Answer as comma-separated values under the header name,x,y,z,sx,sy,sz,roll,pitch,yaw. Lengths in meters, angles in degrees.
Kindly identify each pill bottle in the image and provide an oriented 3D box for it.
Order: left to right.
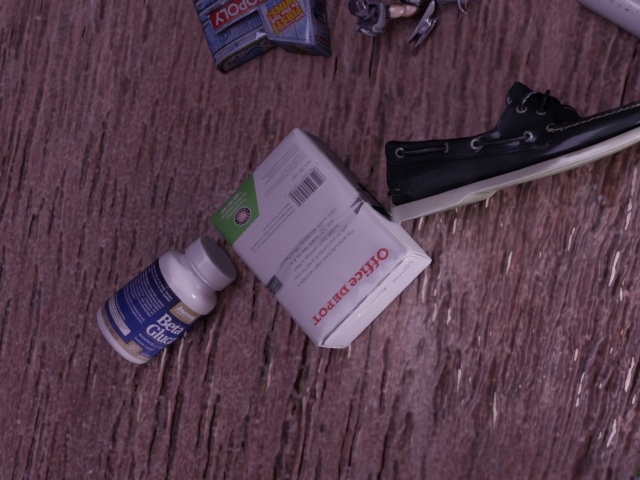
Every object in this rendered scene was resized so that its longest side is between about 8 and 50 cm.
name,x,y,z,sx,sy,sz,roll,pitch,yaw
pill bottle,-0.190,0.071,1.622,0.169,0.094,0.094,-39,70,15

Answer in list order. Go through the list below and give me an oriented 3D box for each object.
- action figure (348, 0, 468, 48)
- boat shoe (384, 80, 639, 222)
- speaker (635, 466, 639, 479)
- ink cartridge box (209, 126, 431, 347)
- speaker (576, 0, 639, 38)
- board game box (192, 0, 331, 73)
name,x,y,z,sx,sy,sz,roll,pitch,yaw
action figure,0.061,-0.344,1.546,0.285,0.099,0.185,27,90,6
boat shoe,0.222,-0.119,1.451,0.340,0.127,0.113,-19,87,30
speaker,0.370,0.372,1.316,0.131,0.131,0.296,5,85,24
ink cartridge box,0.000,0.000,1.549,0.160,0.092,0.219,-46,68,12
speaker,0.354,-0.260,1.451,0.136,0.055,0.055,36,98,24
board game box,-0.070,-0.302,1.641,0.194,0.060,0.194,-26,73,18
